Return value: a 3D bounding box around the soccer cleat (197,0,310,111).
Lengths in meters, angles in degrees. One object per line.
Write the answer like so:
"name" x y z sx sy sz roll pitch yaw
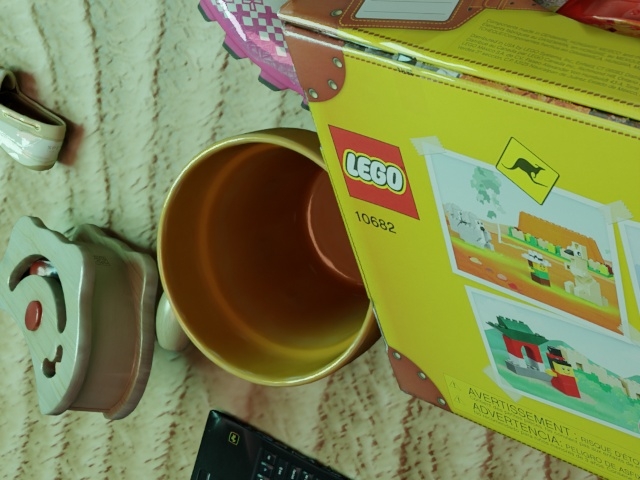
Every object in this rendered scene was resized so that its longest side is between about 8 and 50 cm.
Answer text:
"soccer cleat" -0.048 -0.245 1.542 0.331 0.116 0.143 46 119 13

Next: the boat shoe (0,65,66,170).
"boat shoe" -0.310 -0.138 1.752 0.170 0.063 0.059 37 115 7

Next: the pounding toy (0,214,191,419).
"pounding toy" -0.186 0.079 1.683 0.269 0.155 0.154 26 105 56

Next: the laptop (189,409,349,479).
"laptop" -0.052 0.324 1.668 0.264 0.136 0.234 26 113 22

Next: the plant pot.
"plant pot" 0.000 0.000 1.531 0.205 0.188 0.205 7 104 28

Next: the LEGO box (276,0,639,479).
"LEGO box" 0.251 -0.004 1.235 0.500 0.193 0.372 21 143 38
